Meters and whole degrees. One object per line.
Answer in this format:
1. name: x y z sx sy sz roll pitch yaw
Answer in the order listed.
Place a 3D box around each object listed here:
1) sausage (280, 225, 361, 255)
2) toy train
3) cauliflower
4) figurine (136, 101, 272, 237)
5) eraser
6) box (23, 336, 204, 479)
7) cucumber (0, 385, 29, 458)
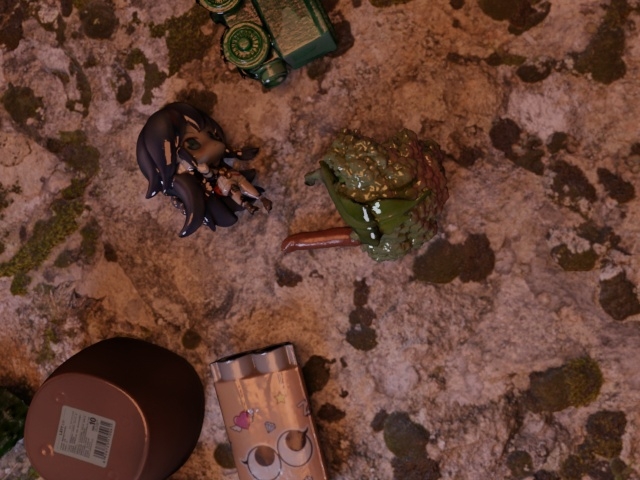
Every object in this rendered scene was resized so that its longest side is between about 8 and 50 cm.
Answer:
1. sausage: 0.000 0.000 1.438 0.158 0.036 0.042 -9 83 12
2. toy train: -0.103 -0.416 1.392 0.202 0.145 0.266 -27 87 8
3. cauliflower: 0.082 -0.100 1.341 0.315 0.256 0.239 25 91 45
4. figurine: -0.223 -0.125 1.414 0.197 0.175 0.265 -29 78 15
5. eraser: -0.090 0.348 1.441 0.171 0.087 0.290 -15 90 10
6. box: -0.386 0.339 1.438 0.301 0.216 0.301 0 93 9
7. cucumber: -0.672 0.397 1.472 0.134 0.244 0.134 13 128 18
